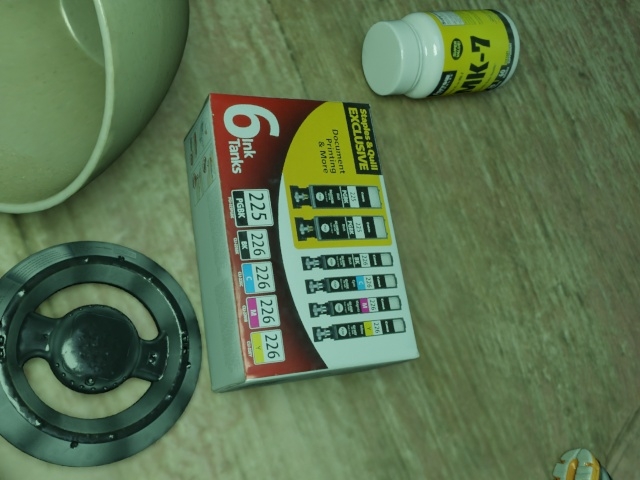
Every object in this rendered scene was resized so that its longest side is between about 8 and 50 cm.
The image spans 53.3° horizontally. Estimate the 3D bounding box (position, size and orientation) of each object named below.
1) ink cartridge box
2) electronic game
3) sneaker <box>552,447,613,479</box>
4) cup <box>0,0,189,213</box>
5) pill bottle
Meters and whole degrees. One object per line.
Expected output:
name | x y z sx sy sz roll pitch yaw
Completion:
ink cartridge box | 0.000 0.000 0.749 0.271 0.130 0.309 -3 75 -26
electronic game | -0.232 0.111 0.654 0.229 0.048 0.229 11 68 -30
sneaker | 0.334 0.379 0.808 0.083 0.084 0.215 37 61 -15
cup | -0.263 -0.224 0.624 0.331 0.331 0.237 48 36 -4
pill bottle | 0.172 -0.268 0.919 0.208 0.119 0.119 -13 79 -27
